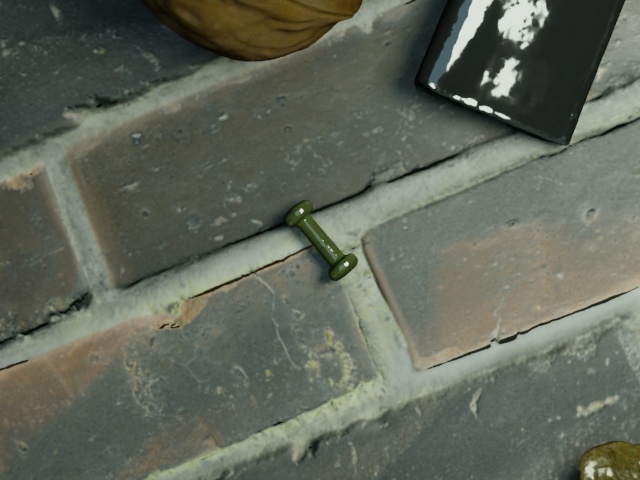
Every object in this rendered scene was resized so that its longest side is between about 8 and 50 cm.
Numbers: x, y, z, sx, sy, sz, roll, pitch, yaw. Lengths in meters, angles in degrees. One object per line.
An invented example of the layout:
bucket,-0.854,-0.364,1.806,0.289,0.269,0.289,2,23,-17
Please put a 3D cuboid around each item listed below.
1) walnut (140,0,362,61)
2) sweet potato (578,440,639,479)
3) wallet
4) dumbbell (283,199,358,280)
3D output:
walnut,-0.096,-0.421,1.543,0.398,0.308,0.354,50,130,4
sweet potato,0.420,0.447,1.585,0.158,0.158,0.370,-6,99,8
wallet,0.294,-0.348,1.592,0.228,0.062,0.406,20,96,-14
dumbbell,0.000,0.000,1.667,0.046,0.052,0.118,-40,86,-1
